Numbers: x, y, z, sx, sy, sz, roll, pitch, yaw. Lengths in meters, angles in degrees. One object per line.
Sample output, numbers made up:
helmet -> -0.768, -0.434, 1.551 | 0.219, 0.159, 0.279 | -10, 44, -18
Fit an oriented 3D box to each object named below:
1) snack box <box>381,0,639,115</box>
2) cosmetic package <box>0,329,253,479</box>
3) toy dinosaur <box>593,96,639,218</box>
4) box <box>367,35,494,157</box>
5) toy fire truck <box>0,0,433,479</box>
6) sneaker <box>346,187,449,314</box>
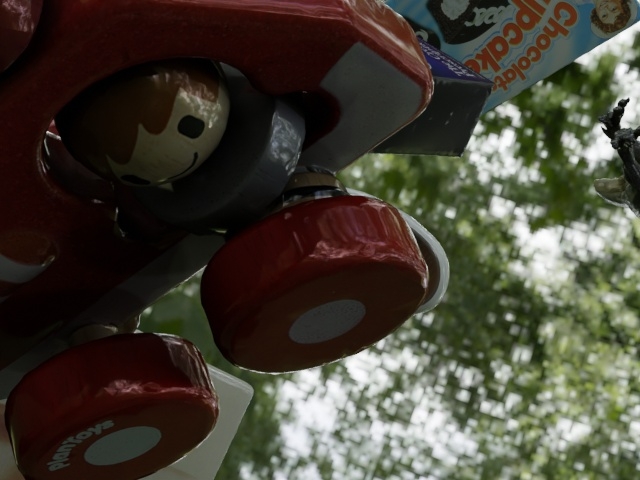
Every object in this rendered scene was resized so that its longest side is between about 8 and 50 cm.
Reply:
snack box -> 0.207, -0.269, 1.620 | 0.322, 0.060, 0.187 | -31, -74, 16
cosmetic package -> -0.212, 0.079, 0.817 | 0.296, 0.129, 0.153 | 30, -10, -28
toy dinosaur -> 0.290, -0.059, 1.202 | 0.118, 0.064, 0.268 | 62, -7, -20
box -> 0.032, -0.195, 1.480 | 0.261, 0.103, 0.184 | 37, 27, 33
toy fire truck -> -0.111, -0.021, 0.578 | 0.302, 0.169, 0.254 | -34, -30, 22
sneaker -> 0.000, 0.000, 1.197 | 0.290, 0.106, 0.123 | 15, 4, 30
